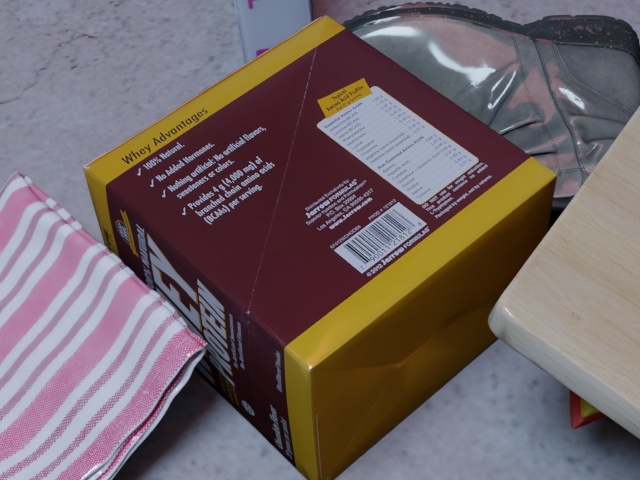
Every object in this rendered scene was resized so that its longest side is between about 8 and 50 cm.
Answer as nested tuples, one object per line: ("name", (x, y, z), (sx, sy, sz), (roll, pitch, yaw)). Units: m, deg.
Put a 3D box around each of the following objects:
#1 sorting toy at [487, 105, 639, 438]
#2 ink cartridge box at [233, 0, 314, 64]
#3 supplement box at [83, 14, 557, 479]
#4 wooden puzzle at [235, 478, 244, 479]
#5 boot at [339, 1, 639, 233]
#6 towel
("sorting toy", (0.250, 0.048, 0.656), (0.257, 0.089, 0.255), (36, 57, 9))
("ink cartridge box", (-0.046, -0.284, 0.905), (0.065, 0.186, 0.311), (-8, 50, -1))
("supplement box", (0.000, 0.000, 0.708), (0.191, 0.129, 0.194), (-36, 58, -24))
("wooden puzzle", (-0.058, 0.173, 0.644), (0.116, 0.014, 0.078), (-27, 55, -19))
("boot", (0.110, -0.077, 0.802), (0.246, 0.083, 0.161), (0, 57, 5))
("towel", (-0.171, 0.060, 0.691), (0.197, 0.029, 0.144), (39, 89, 30))
